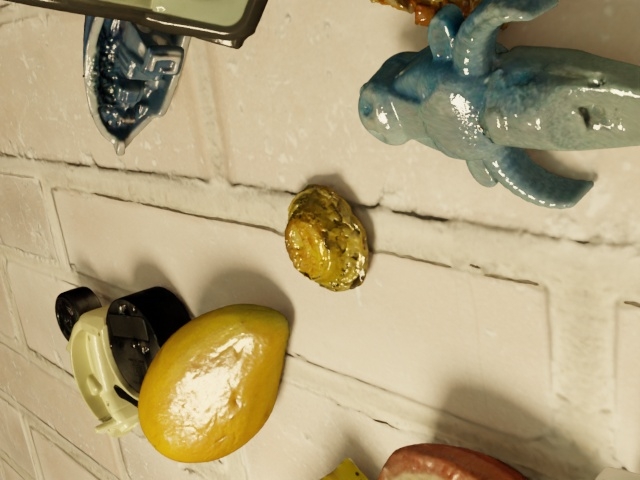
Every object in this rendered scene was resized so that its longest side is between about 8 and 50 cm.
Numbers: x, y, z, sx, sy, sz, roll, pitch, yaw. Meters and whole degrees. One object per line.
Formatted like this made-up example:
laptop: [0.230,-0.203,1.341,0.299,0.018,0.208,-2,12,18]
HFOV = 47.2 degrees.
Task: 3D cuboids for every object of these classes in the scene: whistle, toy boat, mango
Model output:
whistle: [0.135,-0.109,0.572,0.269,0.093,0.180,15,142,45]
toy boat: [-0.219,-0.230,0.887,0.142,0.129,0.309,59,138,33]
mango: [-0.144,0.195,0.991,0.176,0.119,0.317,34,120,-3]

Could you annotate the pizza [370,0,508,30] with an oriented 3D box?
pizza: [0.107,-0.229,0.582,0.134,0.046,0.175,57,140,13]

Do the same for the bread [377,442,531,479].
bread: [0.147,0.301,0.703,0.244,0.123,0.190,12,86,34]

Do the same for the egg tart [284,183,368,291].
egg tart: [0.000,0.000,0.810,0.130,0.052,0.130,26,125,43]

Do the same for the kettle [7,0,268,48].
kettle: [-0.170,-0.390,0.654,0.361,0.250,0.377,11,106,-3]

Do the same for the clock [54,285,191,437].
clock: [-0.325,0.210,1.234,0.379,0.120,0.277,-7,99,50]

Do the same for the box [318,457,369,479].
box: [0.011,0.425,0.926,0.168,0.097,0.265,43,128,20]

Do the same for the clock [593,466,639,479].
clock: [0.314,0.310,0.541,0.231,0.116,0.262,4,110,35]
